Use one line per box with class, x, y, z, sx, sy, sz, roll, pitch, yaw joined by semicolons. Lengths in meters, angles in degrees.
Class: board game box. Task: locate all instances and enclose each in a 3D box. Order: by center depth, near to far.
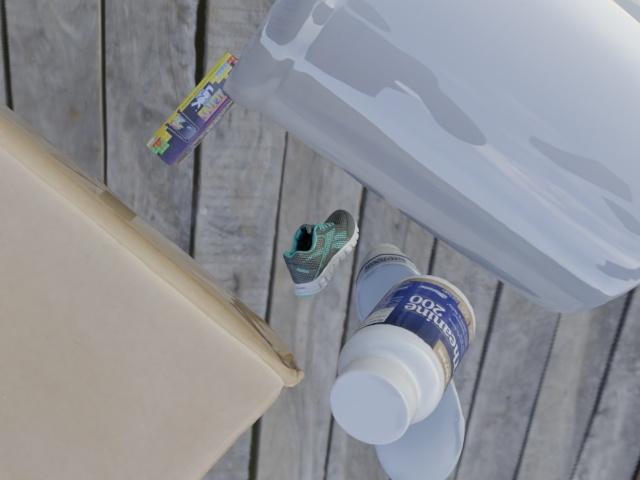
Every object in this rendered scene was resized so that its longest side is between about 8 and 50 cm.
board game box;-0.166;-0.184;1.162;0.048;0.141;0.170;42;94;-8

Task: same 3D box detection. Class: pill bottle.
pill bottle;0.051;0.074;0.514;0.067;0.120;0.067;10;115;22

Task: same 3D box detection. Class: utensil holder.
utensil holder;0.157;-0.159;0.774;0.386;0.327;0.327;36;104;-10

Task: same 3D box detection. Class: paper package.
paper package;-0.238;0.078;0.484;0.325;0.168;0.309;42;86;-12

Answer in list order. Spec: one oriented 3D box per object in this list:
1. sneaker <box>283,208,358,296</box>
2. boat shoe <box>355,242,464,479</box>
sneaker;0.000;0.000;1.138;0.065;0.166;0.076;-9;124;32
boat shoe;0.113;0.172;1.175;0.136;0.156;0.366;-14;110;4
